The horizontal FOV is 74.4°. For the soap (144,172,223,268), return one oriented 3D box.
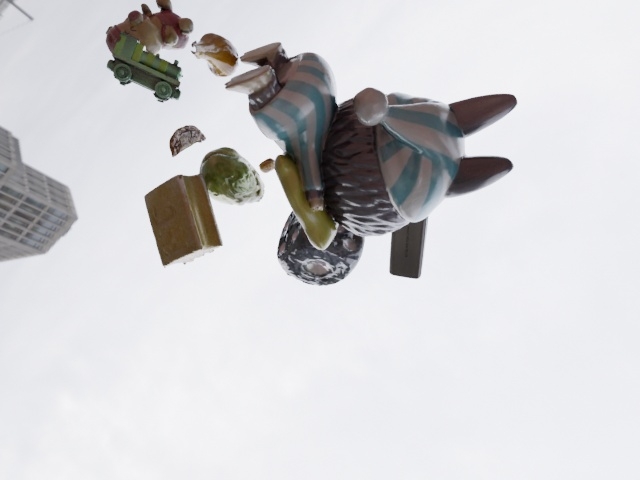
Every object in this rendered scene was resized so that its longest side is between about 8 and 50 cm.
[{"bbox_3d":[-0.574,-0.079,1.761,0.294,0.156,0.334,-18,-94,40],"label":"soap"}]

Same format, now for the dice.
[{"bbox_3d":[0.000,0.000,1.113,0.182,0.182,0.183,-40,-148,48],"label":"dice"}]

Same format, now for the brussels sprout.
[{"bbox_3d":[-0.398,-0.280,1.865,0.274,0.317,0.242,22,-92,26],"label":"brussels sprout"}]

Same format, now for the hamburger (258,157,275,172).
[{"bbox_3d":[-0.251,-0.357,2.015,0.083,0.076,0.044,-25,-121,16],"label":"hamburger"}]

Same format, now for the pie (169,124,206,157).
[{"bbox_3d":[-0.507,-0.389,1.589,0.033,0.088,0.191,14,-143,23],"label":"pie"}]

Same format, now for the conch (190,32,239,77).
[{"bbox_3d":[-0.276,-0.505,1.150,0.330,0.093,0.109,-96,-165,-72],"label":"conch"}]

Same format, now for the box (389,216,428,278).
[{"bbox_3d":[0.266,-0.003,1.278,0.104,0.243,0.055,9,-154,18],"label":"box"}]

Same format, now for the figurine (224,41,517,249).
[{"bbox_3d":[0.109,-0.194,0.694,0.378,0.361,0.266,-19,-140,19],"label":"figurine"}]

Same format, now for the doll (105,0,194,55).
[{"bbox_3d":[-0.537,-0.646,1.320,0.256,0.152,0.196,-37,-136,-21],"label":"doll"}]

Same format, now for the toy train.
[{"bbox_3d":[-0.480,-0.474,1.177,0.132,0.200,0.083,-69,-157,2],"label":"toy train"}]
